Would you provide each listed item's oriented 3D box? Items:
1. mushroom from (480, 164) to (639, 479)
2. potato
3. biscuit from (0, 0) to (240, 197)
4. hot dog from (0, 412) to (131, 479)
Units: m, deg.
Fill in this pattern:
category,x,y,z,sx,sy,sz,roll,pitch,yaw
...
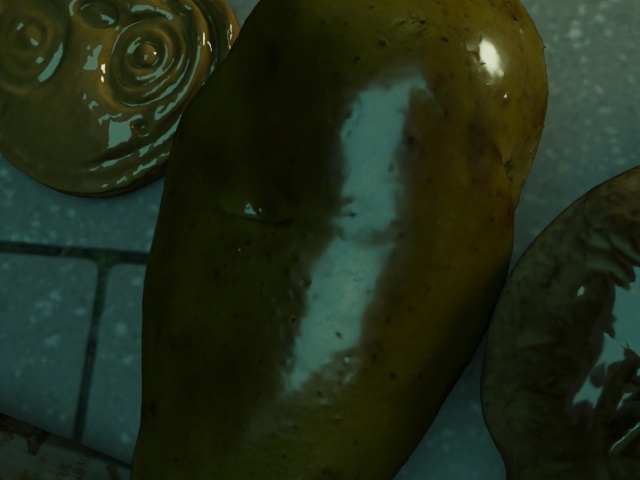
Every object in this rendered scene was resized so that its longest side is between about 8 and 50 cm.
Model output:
category,x,y,z,sx,sy,sz,roll,pitch,yaw
mushroom,0.203,0.093,0.487,0.278,0.146,0.278,0,93,-4
potato,0.000,0.000,0.543,0.195,0.176,0.369,20,82,-6
biscuit,-0.141,-0.172,0.675,0.202,0.044,0.288,14,84,15
hot dog,-0.181,0.165,0.572,0.253,0.069,0.131,16,65,-2
